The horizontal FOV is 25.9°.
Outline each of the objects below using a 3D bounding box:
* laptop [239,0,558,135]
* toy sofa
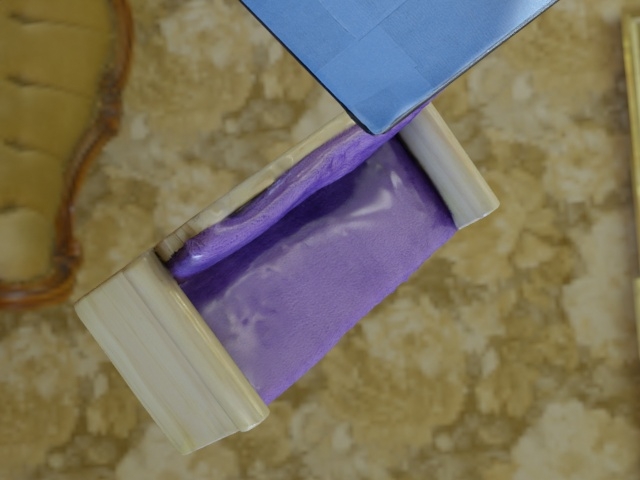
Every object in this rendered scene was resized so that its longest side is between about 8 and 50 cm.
[{"bbox_3d":[-0.009,-0.253,0.769,0.408,0.382,0.236,-5,65,-51],"label":"laptop"},{"bbox_3d":[0.000,0.000,1.107,0.362,0.177,0.150,-39,96,-43],"label":"toy sofa"}]
